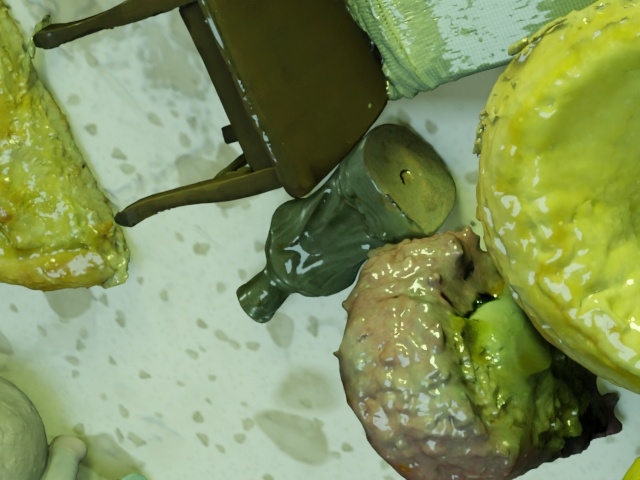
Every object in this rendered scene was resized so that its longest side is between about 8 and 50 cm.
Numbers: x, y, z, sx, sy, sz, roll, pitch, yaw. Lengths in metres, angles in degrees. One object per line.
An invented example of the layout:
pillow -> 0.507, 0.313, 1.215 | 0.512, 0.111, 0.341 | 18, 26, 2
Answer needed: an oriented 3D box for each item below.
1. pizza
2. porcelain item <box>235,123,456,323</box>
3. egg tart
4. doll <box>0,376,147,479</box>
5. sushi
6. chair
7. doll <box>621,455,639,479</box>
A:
pizza -> -0.290, -0.097, 1.346 | 0.279, 0.075, 0.288 | 9, 123, 24
porcelain item -> 0.000, 0.000, 1.258 | 0.081, 0.069, 0.215 | 45, 135, -9
egg tart -> 0.249, -0.032, 1.058 | 0.315, 0.120, 0.315 | 14, 126, 20
doll -> -0.236, 0.234, 1.485 | 0.287, 0.151, 0.151 | 39, 130, -2
sushi -> 0.109, 0.105, 1.161 | 0.107, 0.161, 0.241 | -17, 127, 34
chair -> 0.004, -0.131, 1.094 | 0.319, 0.186, 0.160 | -13, 107, 37
doll -> 0.306, 0.193, 1.162 | 0.237, 0.111, 0.252 | 6, 134, 0
